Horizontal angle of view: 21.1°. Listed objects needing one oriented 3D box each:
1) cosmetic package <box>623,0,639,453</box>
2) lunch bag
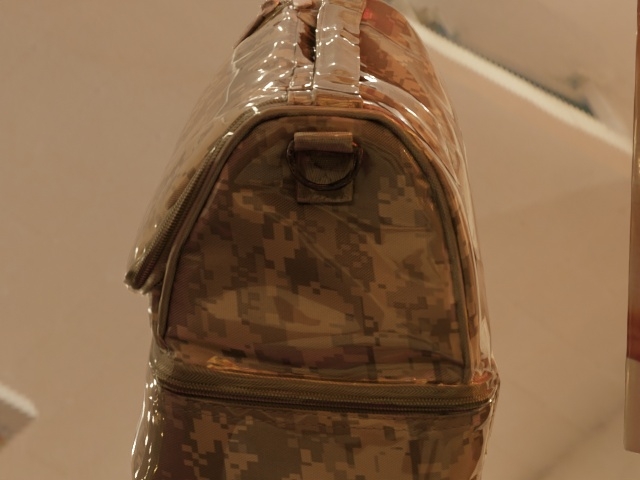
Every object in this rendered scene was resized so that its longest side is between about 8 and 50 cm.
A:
[{"bbox_3d":[0.218,-0.049,0.705,0.129,0.153,0.296,-24,-62,-46],"label":"cosmetic package"},{"bbox_3d":[0.000,0.000,1.026,0.212,0.305,0.256,6,-71,0],"label":"lunch bag"}]
